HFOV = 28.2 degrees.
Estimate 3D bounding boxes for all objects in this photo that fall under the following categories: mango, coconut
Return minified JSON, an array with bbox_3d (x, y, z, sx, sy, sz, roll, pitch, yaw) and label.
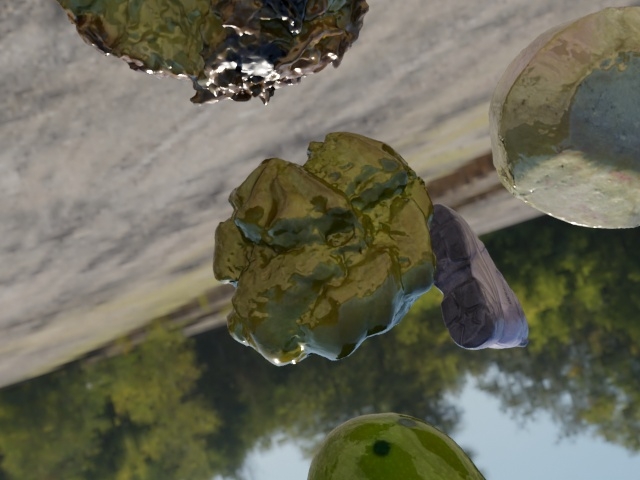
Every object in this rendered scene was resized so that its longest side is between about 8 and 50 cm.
[{"bbox_3d":[0.088,0.281,1.186,0.175,0.293,0.143,-30,135,1],"label":"mango"},{"bbox_3d":[0.309,-0.133,1.395,0.259,0.259,0.259,-18,177,-1],"label":"coconut"}]

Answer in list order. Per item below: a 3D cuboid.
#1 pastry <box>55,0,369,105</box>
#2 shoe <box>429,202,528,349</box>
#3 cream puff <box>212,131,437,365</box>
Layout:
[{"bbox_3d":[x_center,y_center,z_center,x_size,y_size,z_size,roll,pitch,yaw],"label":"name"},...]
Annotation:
[{"bbox_3d":[-0.119,-0.327,1.544,0.405,0.292,0.337,21,-146,32],"label":"pastry"},{"bbox_3d":[0.219,0.056,1.838,0.095,0.245,0.138,-38,145,25],"label":"shoe"},{"bbox_3d":[0.003,0.000,1.113,0.221,0.194,0.195,-41,-172,-27],"label":"cream puff"}]
